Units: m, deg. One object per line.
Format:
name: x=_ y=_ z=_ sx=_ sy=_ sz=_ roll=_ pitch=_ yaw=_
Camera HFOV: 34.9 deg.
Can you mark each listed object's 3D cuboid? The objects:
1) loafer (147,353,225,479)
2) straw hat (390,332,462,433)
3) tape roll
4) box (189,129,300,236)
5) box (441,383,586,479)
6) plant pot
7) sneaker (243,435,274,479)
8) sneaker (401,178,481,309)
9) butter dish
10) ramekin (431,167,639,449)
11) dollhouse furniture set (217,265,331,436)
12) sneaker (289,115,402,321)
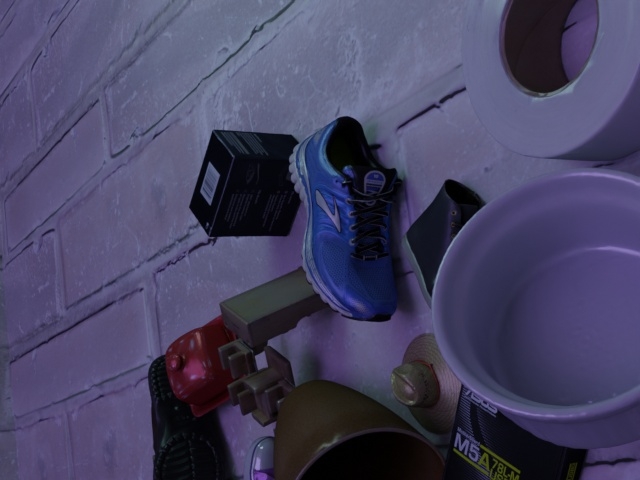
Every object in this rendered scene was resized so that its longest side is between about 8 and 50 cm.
loafer: x=-0.258 y=0.402 z=1.967 sx=0.130 sy=0.134 sz=0.366 roll=101 pitch=163 yaw=-58
straw hat: x=0.132 y=0.200 z=1.409 sx=0.144 sy=0.061 sz=0.144 roll=2 pitch=92 yaw=57
tape roll: x=0.287 y=-0.232 z=1.140 sx=0.286 sy=0.100 sz=0.286 roll=-2 pitch=88 yaw=57
box: x=-0.116 y=-0.093 z=1.697 sx=0.093 sy=0.158 sz=0.156 roll=51 pitch=130 yaw=43
box: x=0.234 y=0.287 z=1.269 sx=0.191 sy=0.045 sz=0.184 roll=30 pitch=117 yaw=52
plant pot: x=0.029 y=0.310 z=1.450 sx=0.254 sy=0.237 sz=0.237 roll=-131 pitch=49 yaw=-64
sneaker: x=-0.024 y=0.444 z=1.622 sx=0.161 sy=0.102 sz=0.282 roll=-24 pitch=81 yaw=51
sneaker: x=0.183 y=0.025 z=1.311 sx=0.222 sy=0.083 sz=0.118 roll=59 pitch=135 yaw=40
butter dish: x=-0.234 y=0.230 z=1.891 sx=0.160 sy=0.118 sz=0.160 roll=-35 pitch=60 yaw=32
ramekin: x=0.266 y=0.076 z=1.037 sx=0.277 sy=0.135 sz=0.277 roll=-15 pitch=53 yaw=21
dollhouse furniture set: x=-0.049 y=0.191 z=1.658 sx=0.212 sy=0.161 sz=0.242 roll=30 pitch=136 yaw=53
sneaker: x=0.046 y=-0.037 z=1.481 sx=0.147 sy=0.130 sz=0.330 roll=-46 pitch=53 yaw=49
